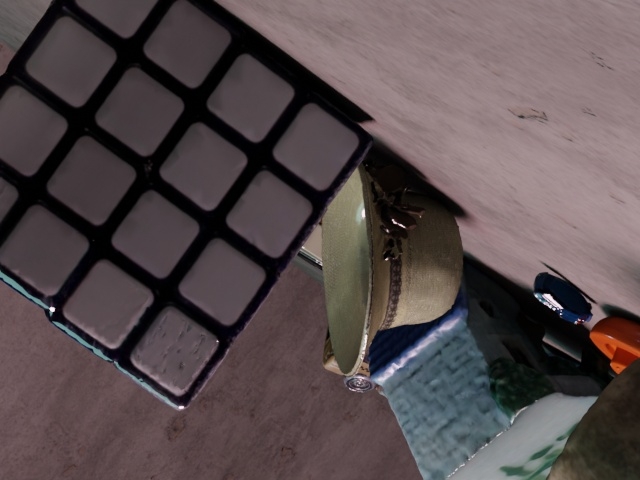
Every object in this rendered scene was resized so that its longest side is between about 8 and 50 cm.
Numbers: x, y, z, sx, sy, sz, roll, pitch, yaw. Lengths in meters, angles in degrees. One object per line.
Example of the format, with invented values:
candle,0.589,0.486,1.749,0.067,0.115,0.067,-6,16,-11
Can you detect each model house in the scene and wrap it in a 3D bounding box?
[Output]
model house,0.205,0.149,2.118,0.295,0.252,0.329,6,-137,-48

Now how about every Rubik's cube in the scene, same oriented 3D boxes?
Rubik's cube,-0.197,-0.072,1.706,0.337,0.344,0.344,36,176,-13

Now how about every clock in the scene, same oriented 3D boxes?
clock,0.373,0.149,1.722,0.205,0.051,0.205,35,174,4

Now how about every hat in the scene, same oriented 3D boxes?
hat,0.086,0.020,1.784,0.130,0.257,0.257,-1,-178,-11

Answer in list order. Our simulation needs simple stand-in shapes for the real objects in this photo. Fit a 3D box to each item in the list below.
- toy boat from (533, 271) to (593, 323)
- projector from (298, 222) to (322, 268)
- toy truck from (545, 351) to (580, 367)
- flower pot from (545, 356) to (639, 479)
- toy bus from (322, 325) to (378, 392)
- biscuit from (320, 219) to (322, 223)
toy boat,0.258,0.064,1.744,0.083,0.038,0.038,36,175,-21
projector,0.000,0.000,2.564,0.259,0.079,0.257,32,177,-38
toy truck,0.402,0.304,2.423,0.162,0.161,0.385,17,163,45
flower pot,0.390,0.260,1.463,0.330,0.293,0.293,40,178,27
toy bus,0.160,0.169,2.480,0.289,0.139,0.157,24,145,-17
biscuit,0.066,-0.007,2.318,0.290,0.041,0.208,37,175,-3
